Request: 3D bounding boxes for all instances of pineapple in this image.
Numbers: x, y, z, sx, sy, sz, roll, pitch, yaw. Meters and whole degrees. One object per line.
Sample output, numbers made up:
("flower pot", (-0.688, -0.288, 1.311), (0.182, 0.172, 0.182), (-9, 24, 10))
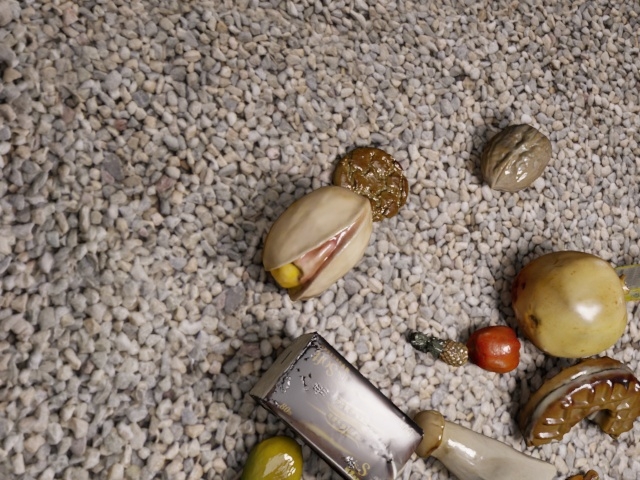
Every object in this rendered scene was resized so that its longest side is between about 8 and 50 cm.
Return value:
("pineapple", (0.314, 0.286, 1.511), (0.159, 0.074, 0.074), (21, 74, -8))

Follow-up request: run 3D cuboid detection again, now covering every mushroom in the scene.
("mushroom", (0.412, 0.576, 1.451), (0.407, 0.137, 0.154), (26, 85, -8))

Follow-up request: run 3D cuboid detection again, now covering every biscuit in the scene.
("biscuit", (0.142, -0.156, 1.553), (0.225, 0.042, 0.226), (3, 79, -18))
("biscuit", (0.724, 0.438, 1.525), (0.366, 0.115, 0.268), (-3, 123, -19))

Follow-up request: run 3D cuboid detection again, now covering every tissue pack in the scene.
("tissue pack", (0.954, 0.125, 1.678), (0.062, 0.176, 0.095), (33, 72, -11))
("tissue pack", (0.031, 0.403, 1.331), (0.370, 0.198, 0.210), (43, 75, -5))

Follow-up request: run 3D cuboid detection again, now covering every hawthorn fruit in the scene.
("hawthorn fruit", (0.467, 0.295, 1.522), (0.137, 0.133, 0.133), (-1, 80, -8))

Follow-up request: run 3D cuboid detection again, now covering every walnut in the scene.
("walnut", (0.559, -0.234, 1.635), (0.178, 0.178, 0.230), (43, 75, -6))

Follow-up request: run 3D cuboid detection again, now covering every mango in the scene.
("mango", (-0.123, 0.571, 1.312), (0.137, 0.091, 0.238), (22, 80, -6))

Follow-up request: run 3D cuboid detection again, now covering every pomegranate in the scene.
("pomegranate", (0.687, 0.165, 1.533), (0.319, 0.319, 0.319), (3, 79, -17))

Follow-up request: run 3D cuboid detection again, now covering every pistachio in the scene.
("pistachio", (0.000, 0.000, 1.381), (0.230, 0.230, 0.309), (46, 70, -4))

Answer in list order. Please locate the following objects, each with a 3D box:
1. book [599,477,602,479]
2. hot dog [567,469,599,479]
("book", (0.760, 0.784, 1.581), (0.198, 0.016, 0.138), (-35, 91, -20))
("hot dog", (0.720, 0.698, 1.553), (0.140, 0.060, 0.090), (-31, 74, -20))
